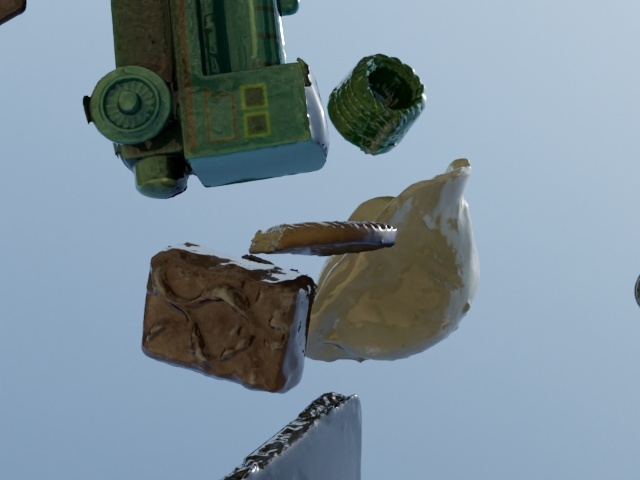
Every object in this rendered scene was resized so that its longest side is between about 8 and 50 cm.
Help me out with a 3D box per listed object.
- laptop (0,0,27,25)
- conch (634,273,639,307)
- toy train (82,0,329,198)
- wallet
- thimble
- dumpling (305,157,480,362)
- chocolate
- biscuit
[{"bbox_3d":[-0.352,-0.244,1.102,0.154,0.207,0.026,-28,-156,6],"label":"laptop"},{"bbox_3d":[0.410,0.055,1.648,0.076,0.056,0.085,-66,-168,3],"label":"conch"},{"bbox_3d":[-0.102,-0.185,1.160,0.194,0.120,0.298,-8,-105,5],"label":"toy train"},{"bbox_3d":[-0.033,0.241,1.127,0.042,0.165,0.309,0,-167,24],"label":"wallet"},{"bbox_3d":[0.074,-0.180,1.796,0.090,0.118,0.130,-49,-154,40],"label":"thimble"},{"bbox_3d":[0.106,0.031,1.724,0.187,0.243,0.318,37,-118,17],"label":"dumpling"},{"bbox_3d":[-0.117,0.089,1.587,0.214,0.148,0.093,12,-173,21],"label":"chocolate"},{"bbox_3d":[0.000,-0.001,1.538,0.176,0.031,0.228,-2,177,-13],"label":"biscuit"}]
